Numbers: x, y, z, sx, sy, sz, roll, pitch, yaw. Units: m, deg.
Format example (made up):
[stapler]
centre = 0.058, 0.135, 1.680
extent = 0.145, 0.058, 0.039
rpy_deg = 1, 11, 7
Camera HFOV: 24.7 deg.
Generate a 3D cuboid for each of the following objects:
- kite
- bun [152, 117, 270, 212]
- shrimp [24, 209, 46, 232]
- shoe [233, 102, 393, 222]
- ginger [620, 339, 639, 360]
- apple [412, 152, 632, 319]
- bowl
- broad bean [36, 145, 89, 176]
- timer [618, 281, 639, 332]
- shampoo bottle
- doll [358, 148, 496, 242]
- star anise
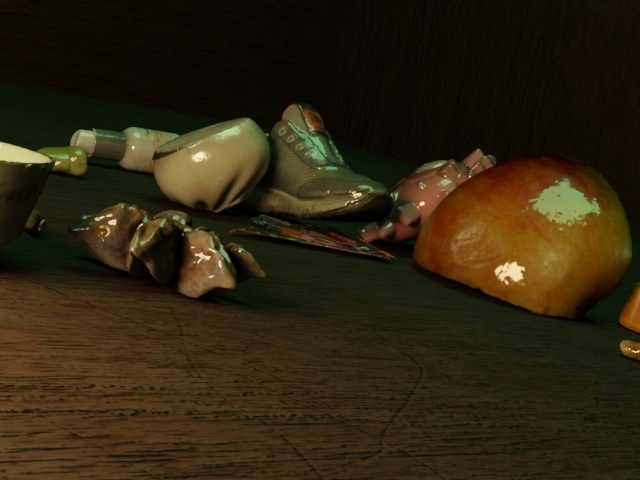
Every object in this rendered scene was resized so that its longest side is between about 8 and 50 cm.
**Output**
[kite]
centre = 0.000, 0.000, 2.059
extent = 0.234, 0.016, 0.321
rpy_deg = 18, 9, 23
[bun]
centre = -0.153, -0.102, 2.125
extent = 0.172, 0.120, 0.173
rpy_deg = -19, 10, 3
[shrimp]
centre = -0.371, -0.040, 1.582
extent = 0.150, 0.051, 0.217
rpy_deg = 18, 2, -14
[shoe]
centre = -0.011, -0.118, 2.169
extent = 0.132, 0.171, 0.336
rpy_deg = 3, 3, -39
[ginger]
centre = 0.387, 0.130, 1.666
extent = 0.048, 0.030, 0.097
rpy_deg = -26, 26, -31
[apple]
centre = 0.260, -0.004, 1.995
extent = 0.254, 0.179, 0.346
rpy_deg = -31, 28, -22
[bowl]
centre = -0.361, -0.043, 1.355
extent = 0.211, 0.112, 0.211
rpy_deg = 14, 8, -2
[broad bean]
centre = -0.387, -0.120, 2.183
extent = 0.083, 0.045, 0.063
rpy_deg = 5, 19, -3
[timer]
centre = 0.475, 0.052, 1.925
extent = 0.132, 0.152, 0.132
rpy_deg = 13, 7, -2
[shampoo bottle]
centre = -0.319, -0.154, 2.429
extent = 0.192, 0.074, 0.074
rpy_deg = 9, 8, -28
[doll]
centre = 0.160, -0.063, 2.200
extent = 0.262, 0.093, 0.211
rpy_deg = -29, 8, 47
[star anise]
centre = -0.163, 0.006, 1.482
extent = 0.197, 0.073, 0.212
rpy_deg = 12, 4, -23
